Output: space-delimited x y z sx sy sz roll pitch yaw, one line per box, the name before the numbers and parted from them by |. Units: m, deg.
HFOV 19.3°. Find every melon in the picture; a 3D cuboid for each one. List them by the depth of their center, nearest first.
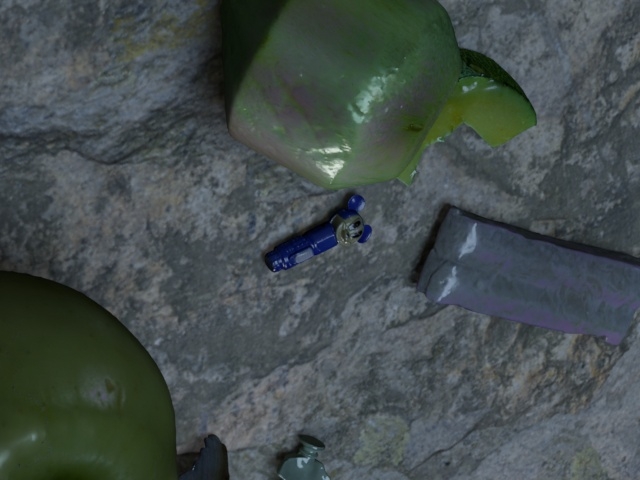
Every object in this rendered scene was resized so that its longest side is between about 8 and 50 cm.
melon | 0.123 -0.129 1.925 0.209 0.064 0.118 -28 128 -15

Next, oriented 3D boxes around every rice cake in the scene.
rice cake | 0.240 0.043 2.074 0.298 0.050 0.106 15 103 -35

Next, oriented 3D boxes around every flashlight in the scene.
flashlight | 0.000 0.000 1.922 0.121 0.035 0.057 -26 123 -19

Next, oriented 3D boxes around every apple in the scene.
apple | -0.306 0.191 1.642 0.357 0.357 0.357 -12 117 -26

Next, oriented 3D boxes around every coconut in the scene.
coconut | 0.005 -0.163 1.761 0.204 0.236 0.236 -51 137 -49

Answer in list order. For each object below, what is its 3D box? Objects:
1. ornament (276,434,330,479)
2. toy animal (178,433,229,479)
ornament | -0.023 0.258 2.019 0.092 0.041 0.068 -45 123 -5
toy animal | -0.193 0.314 1.856 0.272 0.160 0.197 -12 85 -14
